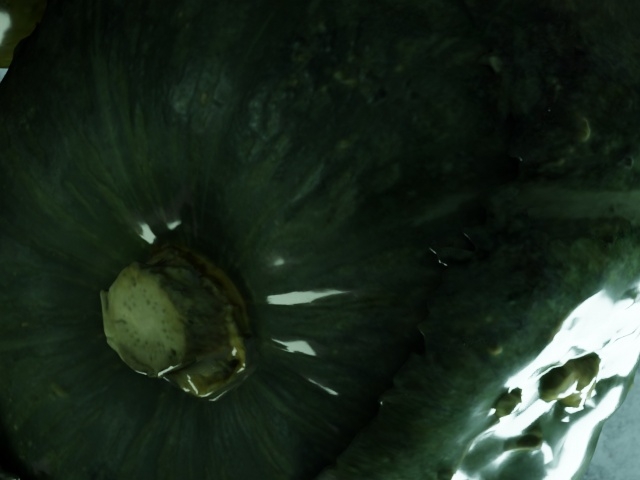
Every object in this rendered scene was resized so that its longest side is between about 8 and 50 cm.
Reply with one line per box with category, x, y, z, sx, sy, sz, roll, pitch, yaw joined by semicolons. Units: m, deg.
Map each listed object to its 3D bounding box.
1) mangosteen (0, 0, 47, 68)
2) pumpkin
mangosteen;-0.258;-0.206;0.736;0.435;0.382;0.382;-18;-147;-21
pumpkin;0.000;0.000;0.678;0.291;0.328;0.257;20;-163;24
